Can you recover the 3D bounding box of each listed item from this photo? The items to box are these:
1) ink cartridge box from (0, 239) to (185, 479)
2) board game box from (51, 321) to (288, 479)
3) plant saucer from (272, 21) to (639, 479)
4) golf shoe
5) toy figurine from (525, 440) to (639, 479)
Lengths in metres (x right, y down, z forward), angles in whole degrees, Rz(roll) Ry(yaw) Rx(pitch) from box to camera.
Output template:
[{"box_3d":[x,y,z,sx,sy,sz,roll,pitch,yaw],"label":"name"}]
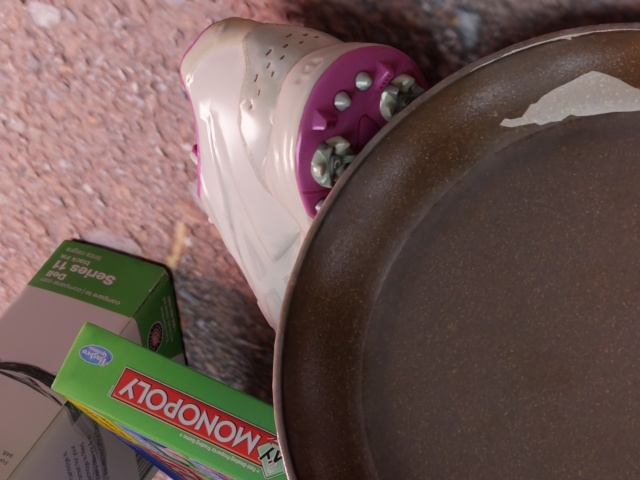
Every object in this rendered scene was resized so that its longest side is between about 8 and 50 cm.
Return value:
[{"box_3d":[-0.174,0.127,1.192,0.087,0.208,0.153,17,137,21],"label":"ink cartridge box"},{"box_3d":[-0.009,0.153,1.114,0.214,0.046,0.317,21,167,21],"label":"board game box"},{"box_3d":[0.126,0.051,0.850,0.311,0.310,0.050,10,166,28],"label":"plant saucer"},{"box_3d":[0.000,0.000,1.043,0.140,0.115,0.306,29,142,34],"label":"golf shoe"},{"box_3d":[0.152,0.130,0.970,0.148,0.213,0.209,-5,123,26],"label":"toy figurine"}]
